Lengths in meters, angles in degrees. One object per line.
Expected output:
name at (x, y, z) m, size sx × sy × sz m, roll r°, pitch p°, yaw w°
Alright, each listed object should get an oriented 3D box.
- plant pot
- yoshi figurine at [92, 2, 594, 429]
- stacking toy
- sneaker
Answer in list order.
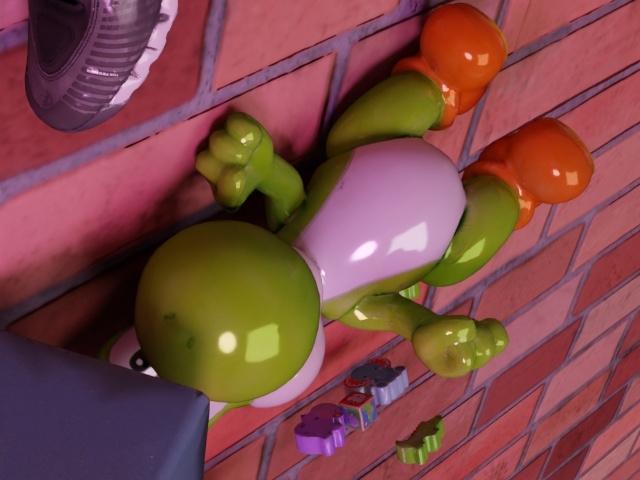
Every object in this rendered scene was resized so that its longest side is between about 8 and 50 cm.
plant pot at (-0.177, 0.193, 0.757) m, size 0.165 × 0.166 × 0.234 m, roll 99°, pitch 9°, yaw -45°
yoshi figurine at (0.013, 0.001, 0.925) m, size 0.362 × 0.203 × 0.203 m, roll -39°, pitch 136°, yaw -20°
stacking toy at (0.023, 0.134, 1.182) m, size 0.221 × 0.052 × 0.167 m, roll -32°, pitch 121°, yaw -46°
sneaker at (-0.105, -0.157, 0.643) m, size 0.106 × 0.078 × 0.234 m, roll -6°, pitch 125°, yaw -52°
